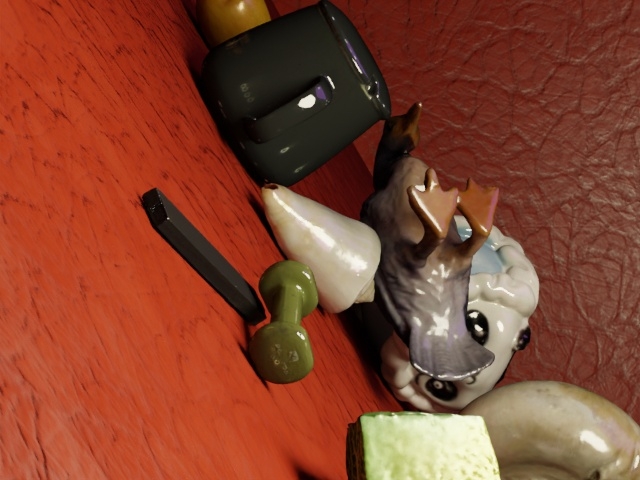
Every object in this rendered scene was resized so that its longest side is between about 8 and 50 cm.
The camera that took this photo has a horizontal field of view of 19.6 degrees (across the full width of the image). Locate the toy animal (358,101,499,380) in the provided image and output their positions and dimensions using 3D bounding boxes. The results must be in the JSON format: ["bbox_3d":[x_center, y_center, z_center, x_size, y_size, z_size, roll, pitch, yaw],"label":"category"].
[{"bbox_3d":[0.109,0.004,1.938,0.185,0.122,0.298,-25,-108,61],"label":"toy animal"}]

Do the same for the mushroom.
[{"bbox_3d":[0.231,0.275,1.917,0.243,0.243,0.243,59,6,-10],"label":"mushroom"}]

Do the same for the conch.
[{"bbox_3d":[-0.008,0.007,1.884,0.176,0.094,0.104,28,34,-22],"label":"conch"}]

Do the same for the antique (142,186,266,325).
[{"bbox_3d":[-0.085,0.015,1.389,0.192,0.015,0.031,50,15,-57],"label":"antique"}]

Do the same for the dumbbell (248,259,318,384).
[{"bbox_3d":[-0.027,0.061,1.414,0.118,0.046,0.052,-85,158,-63],"label":"dumbbell"}]

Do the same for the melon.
[{"bbox_3d":[0.118,0.278,1.317,0.323,0.124,0.196,68,9,20],"label":"melon"}]

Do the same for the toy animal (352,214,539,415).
[{"bbox_3d":[0.130,0.085,2.088,0.156,0.208,0.204,14,33,-25],"label":"toy animal"}]

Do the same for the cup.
[{"bbox_3d":[-0.023,-0.151,1.949,0.169,0.176,0.223,62,5,-13],"label":"cup"}]

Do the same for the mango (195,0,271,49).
[{"bbox_3d":[-0.098,-0.251,2.263,0.102,0.085,0.184,59,-6,34],"label":"mango"}]
